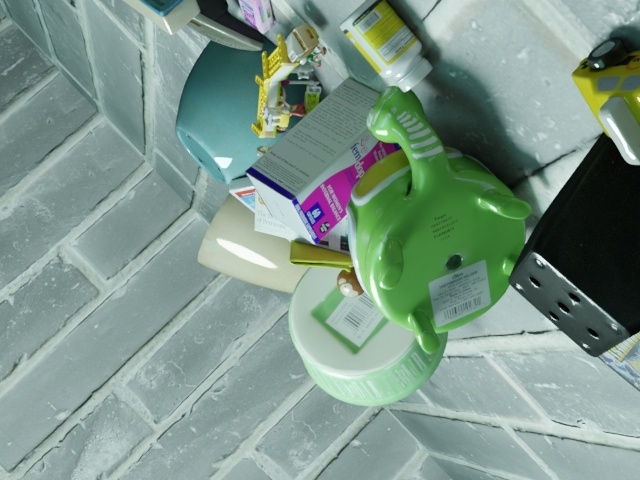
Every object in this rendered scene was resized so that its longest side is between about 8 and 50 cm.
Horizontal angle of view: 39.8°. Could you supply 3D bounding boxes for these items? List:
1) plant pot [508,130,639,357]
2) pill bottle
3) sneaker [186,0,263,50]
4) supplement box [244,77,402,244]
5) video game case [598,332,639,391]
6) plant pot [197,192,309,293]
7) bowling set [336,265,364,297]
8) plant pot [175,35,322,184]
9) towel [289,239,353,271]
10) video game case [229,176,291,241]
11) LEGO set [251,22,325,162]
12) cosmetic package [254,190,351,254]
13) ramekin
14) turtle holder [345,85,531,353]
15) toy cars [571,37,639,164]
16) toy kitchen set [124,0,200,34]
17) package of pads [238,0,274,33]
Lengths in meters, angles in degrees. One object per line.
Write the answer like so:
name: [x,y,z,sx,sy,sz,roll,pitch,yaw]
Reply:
plant pot: [0.311,0.016,0.941,0.188,0.167,0.187,42,167,12]
pill bottle: [0.084,-0.242,1.092,0.116,0.065,0.065,49,167,-9]
sneaker: [-0.172,-0.393,1.409,0.222,0.118,0.083,24,176,-27]
supplement box: [0.017,-0.120,1.321,0.114,0.220,0.111,33,163,39]
video game case: [0.478,0.171,1.175,0.248,0.035,0.275,41,166,19]
plant pot: [-0.113,0.013,2.144,0.274,0.256,0.256,29,165,6]
bowling set: [0.143,0.047,1.506,0.154,0.200,0.287,26,160,50]
plant pot: [-0.143,-0.214,1.588,0.290,0.195,0.290,42,166,13]
towel: [0.000,0.000,1.489,0.237,0.102,0.021,-91,4,-70]
video game case: [-0.006,-0.054,1.614,0.204,0.025,0.285,-9,153,25]
LEGO set: [-0.031,-0.237,1.387,0.287,0.107,0.132,109,150,-44]
cosmetic package: [0.006,-0.043,1.432,0.239,0.060,0.098,13,112,27]
ramekin: [0.085,0.154,1.705,0.303,0.303,0.148,39,172,27]
turtle holder: [0.129,-0.028,1.210,0.320,0.243,0.227,37,-167,-37]
toy cars: [0.362,-0.058,0.736,0.394,0.087,0.176,39,165,27]
toy kitchen set: [-0.172,-0.399,1.097,0.122,0.207,0.166,38,164,27]
package of pads: [-0.101,-0.364,1.367,0.050,0.032,0.083,43,167,22]
